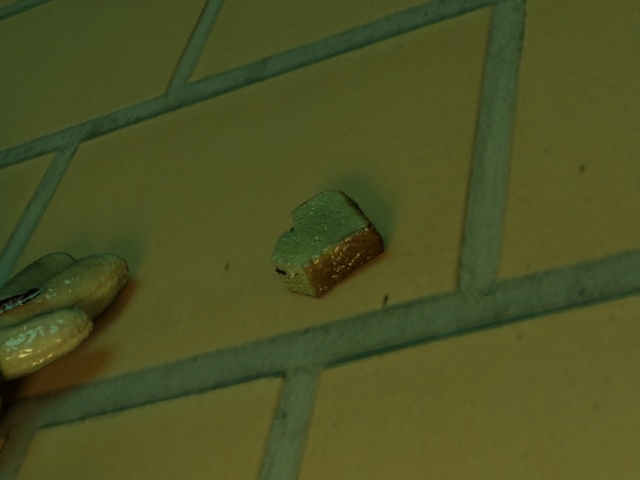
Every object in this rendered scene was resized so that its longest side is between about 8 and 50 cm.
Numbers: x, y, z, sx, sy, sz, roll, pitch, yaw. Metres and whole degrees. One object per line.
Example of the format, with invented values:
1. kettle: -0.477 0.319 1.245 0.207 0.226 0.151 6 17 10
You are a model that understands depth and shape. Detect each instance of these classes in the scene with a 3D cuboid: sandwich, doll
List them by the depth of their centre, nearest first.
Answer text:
1. sandwich: 0.000 0.000 1.114 0.093 0.036 0.105 -31 31 1
2. doll: -0.305 0.082 1.174 0.278 0.149 0.175 -43 -1 -42
